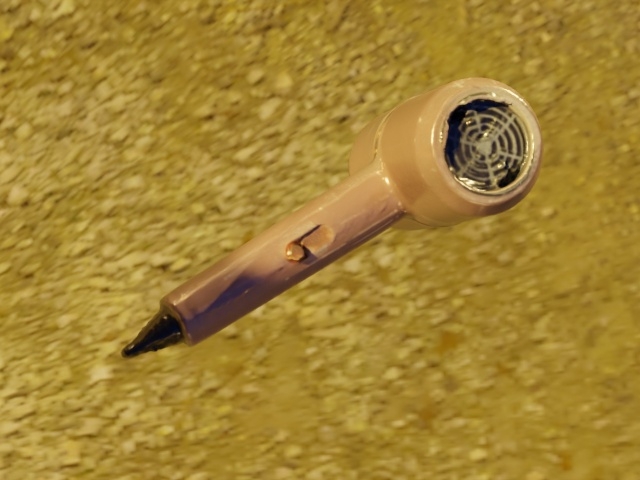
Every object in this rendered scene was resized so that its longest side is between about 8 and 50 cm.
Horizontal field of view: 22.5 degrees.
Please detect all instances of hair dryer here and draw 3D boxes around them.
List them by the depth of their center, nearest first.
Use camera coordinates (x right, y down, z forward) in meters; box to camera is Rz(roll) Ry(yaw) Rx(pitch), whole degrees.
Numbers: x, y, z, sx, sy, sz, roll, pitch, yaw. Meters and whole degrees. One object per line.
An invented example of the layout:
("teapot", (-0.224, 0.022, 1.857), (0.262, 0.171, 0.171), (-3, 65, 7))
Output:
("hair dryer", (0.000, 0.000, 1.222), (0.344, 0.189, 0.106), (-34, 96, -15))
